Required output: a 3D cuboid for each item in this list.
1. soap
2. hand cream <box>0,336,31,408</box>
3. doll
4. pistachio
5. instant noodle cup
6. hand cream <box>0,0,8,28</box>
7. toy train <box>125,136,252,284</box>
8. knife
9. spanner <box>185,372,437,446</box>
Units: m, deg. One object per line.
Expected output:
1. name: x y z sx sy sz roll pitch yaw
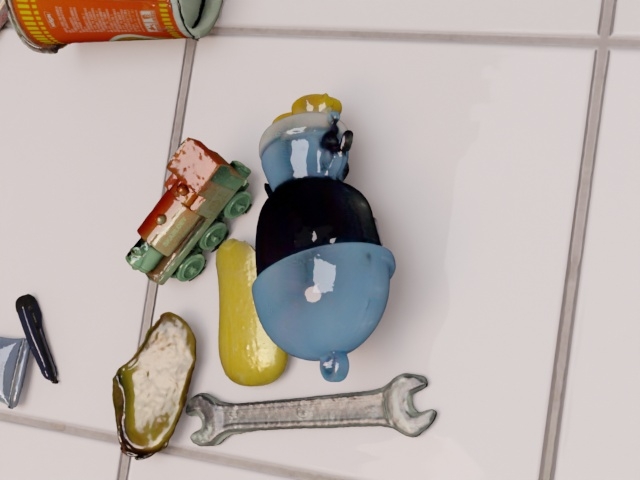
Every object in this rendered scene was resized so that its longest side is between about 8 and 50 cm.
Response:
1. soap: -0.077 0.081 1.441 0.089 0.033 0.168 -5 80 22
2. hand cream: -0.479 0.147 1.605 0.256 0.055 0.088 8 78 23
3. doll: 0.000 0.000 1.362 0.177 0.141 0.314 -34 54 50
4. pistachio: -0.194 0.166 1.474 0.090 0.049 0.172 17 86 7
5. instant noodle cup: -0.234 -0.307 1.503 0.212 0.193 0.193 8 86 18
6. hand cream: -0.412 -0.317 1.653 0.209 0.043 0.067 -49 64 16
7. toy train: -0.155 -0.027 1.446 0.074 0.118 0.176 44 99 26
8. knife: -0.346 0.122 1.562 0.018 0.031 0.121 -25 78 19
9. spanner: -0.016 0.192 1.407 0.302 0.017 0.071 -9 79 22
